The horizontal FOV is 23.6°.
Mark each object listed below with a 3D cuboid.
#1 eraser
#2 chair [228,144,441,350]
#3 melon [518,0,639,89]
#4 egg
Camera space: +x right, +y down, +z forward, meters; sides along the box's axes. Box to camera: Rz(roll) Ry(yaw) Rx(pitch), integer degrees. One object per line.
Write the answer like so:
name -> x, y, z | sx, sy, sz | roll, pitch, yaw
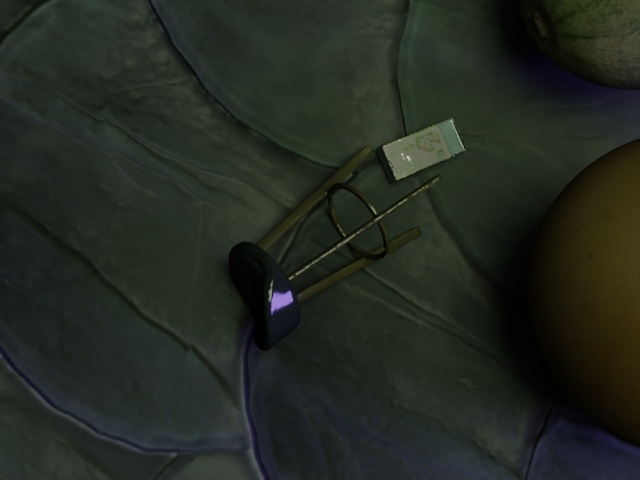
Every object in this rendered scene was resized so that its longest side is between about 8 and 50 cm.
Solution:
eraser -> 0.098, -0.087, 1.473 | 0.083, 0.019, 0.038 | -22, 86, -23
chair -> 0.001, 0.001, 1.387 | 0.095, 0.104, 0.221 | 41, 62, 19
melon -> 0.345, -0.273, 1.478 | 0.329, 0.248, 0.249 | -26, 89, -18
egg -> 0.366, 0.054, 1.394 | 0.373, 0.301, 0.301 | 17, 74, -23
